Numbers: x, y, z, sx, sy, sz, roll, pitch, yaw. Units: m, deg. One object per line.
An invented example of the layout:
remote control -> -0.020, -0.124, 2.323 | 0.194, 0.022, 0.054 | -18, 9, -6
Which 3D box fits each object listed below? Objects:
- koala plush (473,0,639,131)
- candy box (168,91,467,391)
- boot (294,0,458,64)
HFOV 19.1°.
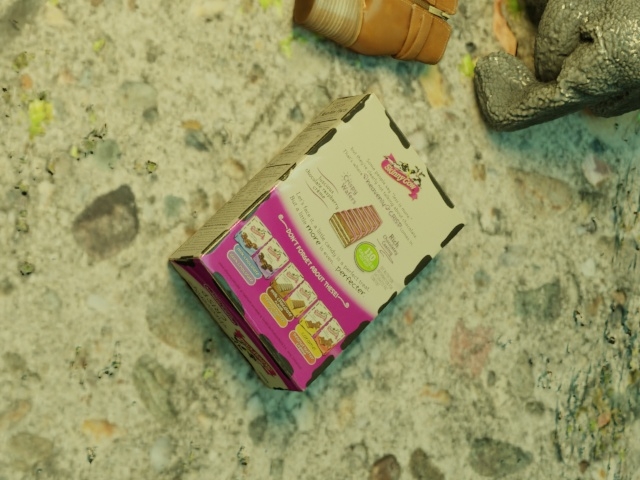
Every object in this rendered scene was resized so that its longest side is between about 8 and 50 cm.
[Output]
koala plush -> 0.254, -0.238, 1.802 | 0.196, 0.203, 0.221 | -9, 82, -30
candy box -> 0.000, 0.000, 1.705 | 0.233, 0.071, 0.159 | -44, 109, -22
boot -> 0.067, -0.265, 1.750 | 0.152, 0.073, 0.197 | 15, 94, -28
